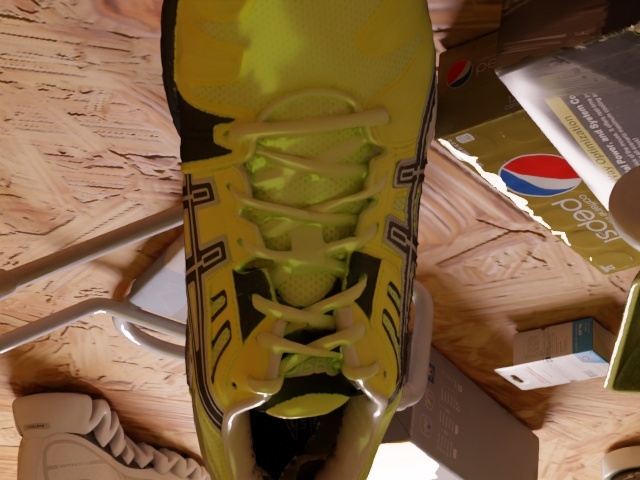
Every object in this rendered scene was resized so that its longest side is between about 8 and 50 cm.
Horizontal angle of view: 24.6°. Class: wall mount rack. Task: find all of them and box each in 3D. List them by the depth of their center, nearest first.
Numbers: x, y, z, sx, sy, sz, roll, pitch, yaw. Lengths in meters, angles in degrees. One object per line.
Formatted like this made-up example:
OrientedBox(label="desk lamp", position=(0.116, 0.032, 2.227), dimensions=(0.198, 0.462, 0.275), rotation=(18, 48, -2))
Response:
OrientedBox(label="wall mount rack", position=(-0.105, 0.059, 0.983), dimensions=(0.304, 0.130, 0.350), rotation=(18, 153, -19))

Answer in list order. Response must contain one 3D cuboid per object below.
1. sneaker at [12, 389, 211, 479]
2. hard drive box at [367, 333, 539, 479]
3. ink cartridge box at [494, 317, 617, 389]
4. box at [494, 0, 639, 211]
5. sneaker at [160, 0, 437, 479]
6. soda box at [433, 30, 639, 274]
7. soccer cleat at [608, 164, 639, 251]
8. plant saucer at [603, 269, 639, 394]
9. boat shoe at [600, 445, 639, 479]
OrientedBox(label="sneaker", position=(-0.192, 0.240, 1.368), dimensions=(0.110, 0.118, 0.292), rotation=(-11, 150, 25))
OrientedBox(label="hard drive box", position=(0.054, 0.172, 1.222), dimensions=(0.181, 0.089, 0.232), rotation=(-12, 148, 30))
OrientedBox(label="ink cartridge box", position=(0.177, 0.086, 1.098), dimensions=(0.083, 0.028, 0.048), rotation=(-15, 146, 34))
OrientedBox(label="box", position=(0.319, -0.036, 0.718), dimensions=(0.318, 0.097, 0.395), rotation=(-17, 136, 33))
OrientedBox(label="sneaker", position=(0.000, 0.000, 0.739), dimensions=(0.145, 0.147, 0.385), rotation=(-8, 128, -8))
OrientedBox(label="soda box", position=(0.140, -0.047, 0.822), dimensions=(0.061, 0.058, 0.181), rotation=(-17, 145, 36))
OrientedBox(label="soccer cleat", position=(0.228, 0.002, 0.663), dimensions=(0.196, 0.068, 0.076), rotation=(4, 148, 10))
OrientedBox(label="plant saucer", position=(0.295, 0.052, 0.996), dimensions=(0.188, 0.045, 0.188), rotation=(3, 152, 5))
OrientedBox(label="boat shoe", position=(0.398, 0.246, 1.294), dimensions=(0.305, 0.091, 0.109), rotation=(6, 152, 0))
